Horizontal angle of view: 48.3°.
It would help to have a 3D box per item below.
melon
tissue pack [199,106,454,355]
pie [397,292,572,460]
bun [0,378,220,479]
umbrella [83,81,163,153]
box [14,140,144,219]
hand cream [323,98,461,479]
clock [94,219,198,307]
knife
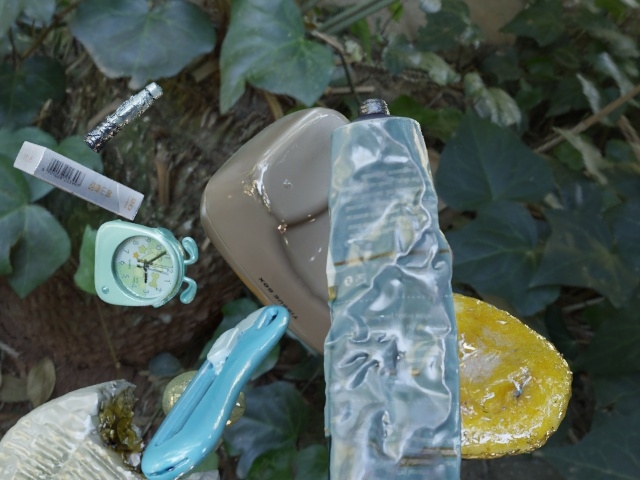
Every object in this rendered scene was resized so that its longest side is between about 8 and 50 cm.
[{"bbox_3d":[-0.183,0.252,1.119,0.131,0.098,0.098,2,50,-1],"label":"melon"},{"bbox_3d":[0.000,0.000,1.143,0.387,0.277,0.267,49,63,-15],"label":"tissue pack"},{"bbox_3d":[0.187,0.165,0.918,0.273,0.069,0.273,1,37,0],"label":"pie"},{"bbox_3d":[-0.249,0.326,0.817,0.282,0.205,0.281,-3,58,5],"label":"bun"},{"bbox_3d":[-0.401,-0.254,1.450,0.046,0.188,0.050,47,6,-33],"label":"umbrella"},{"bbox_3d":[-0.508,-0.125,1.508,0.233,0.067,0.149,28,-3,-39],"label":"box"},{"bbox_3d":[0.034,0.039,0.376,0.075,0.052,0.247,-3,72,4],"label":"hand cream"},{"bbox_3d":[-0.303,0.046,1.261,0.189,0.148,0.060,9,10,10],"label":"clock"},{"bbox_3d":[-0.065,0.090,0.481,0.031,0.064,0.222,60,16,-9],"label":"knife"}]
